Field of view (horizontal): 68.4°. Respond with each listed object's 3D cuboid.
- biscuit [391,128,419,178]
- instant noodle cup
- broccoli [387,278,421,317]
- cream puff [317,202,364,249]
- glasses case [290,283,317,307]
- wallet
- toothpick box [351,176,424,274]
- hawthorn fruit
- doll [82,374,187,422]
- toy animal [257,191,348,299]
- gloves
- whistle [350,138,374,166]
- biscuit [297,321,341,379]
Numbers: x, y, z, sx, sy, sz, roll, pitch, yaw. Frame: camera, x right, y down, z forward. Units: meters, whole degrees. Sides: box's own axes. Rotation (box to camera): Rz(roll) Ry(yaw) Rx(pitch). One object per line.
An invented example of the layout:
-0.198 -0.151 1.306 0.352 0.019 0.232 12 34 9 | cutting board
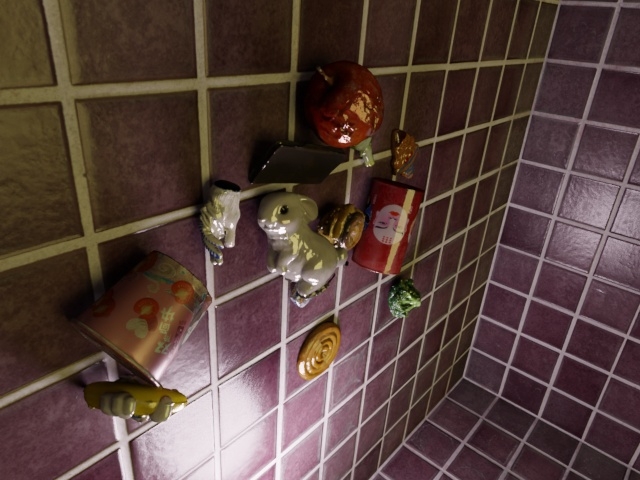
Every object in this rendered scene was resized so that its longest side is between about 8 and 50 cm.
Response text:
0.341 -0.350 1.906 0.183 0.043 0.280 -57 147 -18 | biscuit
-0.392 0.172 1.081 0.231 0.243 0.243 -53 143 -27 | instant noodle cup
0.398 0.274 2.249 0.195 0.156 0.196 1 90 -81 | broccoli
0.067 -0.046 1.638 0.189 0.129 0.189 -42 144 -42 | cream puff
-0.019 0.124 1.678 0.248 0.065 0.087 -54 140 -16 | glasses case
-0.060 -0.224 1.389 0.309 0.042 0.165 -7 148 -49 | wallet
0.257 -0.058 1.818 0.204 0.204 0.334 -3 111 -52 | toothpick box
0.056 -0.403 1.324 0.242 0.241 0.272 -58 145 -11 | hawthorn fruit
-0.443 0.387 1.150 0.237 0.252 0.111 17 71 -47 | doll
-0.068 -0.009 1.452 0.257 0.194 0.357 -35 128 -23 | toy animal
-0.263 -0.044 1.235 0.119 0.097 0.229 -4 108 -47 | gloves
0.154 -0.332 1.646 0.104 0.057 0.198 -52 142 -18 | whistle
0.003 0.453 1.926 0.262 0.037 0.262 -29 130 -40 | biscuit
